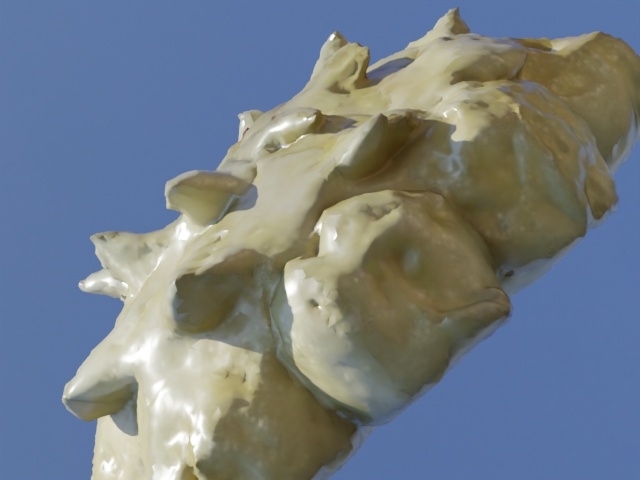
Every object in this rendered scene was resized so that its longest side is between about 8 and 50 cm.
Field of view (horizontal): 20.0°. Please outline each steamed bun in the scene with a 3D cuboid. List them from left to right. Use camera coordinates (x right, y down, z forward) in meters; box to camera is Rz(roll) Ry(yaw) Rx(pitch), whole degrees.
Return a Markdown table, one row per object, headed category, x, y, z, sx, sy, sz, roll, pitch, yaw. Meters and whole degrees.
| category | x | y | z | sx | sy | sz | roll | pitch | yaw |
| --- | --- | --- | --- | --- | --- | --- | --- | --- | --- |
| steamed bun | 0.000 | 0.000 | 0.765 | 0.137 | 0.292 | 0.295 | 44 | -83 | -3 |
